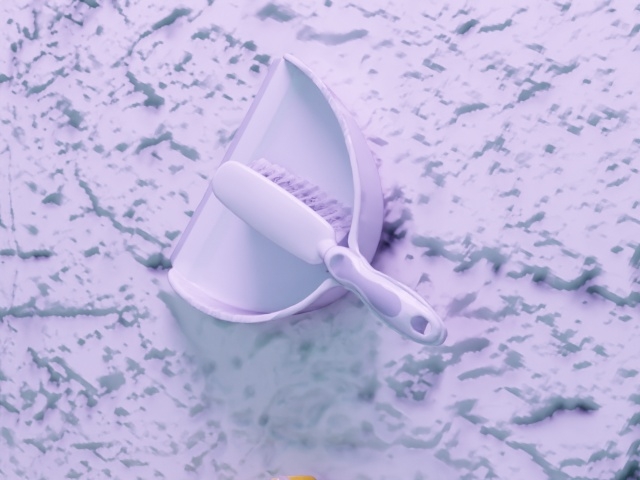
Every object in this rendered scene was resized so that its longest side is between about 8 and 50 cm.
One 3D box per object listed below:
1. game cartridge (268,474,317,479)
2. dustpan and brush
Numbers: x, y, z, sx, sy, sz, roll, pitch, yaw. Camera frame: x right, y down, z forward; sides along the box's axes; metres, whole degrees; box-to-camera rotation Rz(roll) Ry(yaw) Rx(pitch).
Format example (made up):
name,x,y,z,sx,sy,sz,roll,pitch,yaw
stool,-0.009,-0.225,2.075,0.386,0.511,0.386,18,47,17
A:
name,x,y,z,sx,sy,sz,roll,pitch,yaw
game cartridge,-0.064,0.326,0.869,0.285,0.052,0.324,-31,68,26
dustpan and brush,0.000,0.000,0.869,0.211,0.060,0.147,35,102,33
